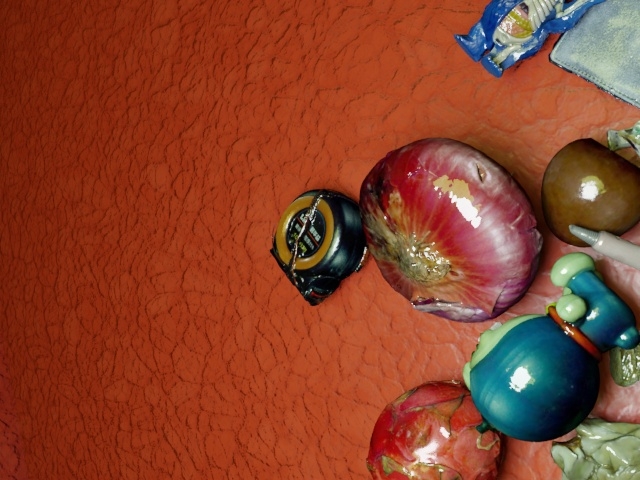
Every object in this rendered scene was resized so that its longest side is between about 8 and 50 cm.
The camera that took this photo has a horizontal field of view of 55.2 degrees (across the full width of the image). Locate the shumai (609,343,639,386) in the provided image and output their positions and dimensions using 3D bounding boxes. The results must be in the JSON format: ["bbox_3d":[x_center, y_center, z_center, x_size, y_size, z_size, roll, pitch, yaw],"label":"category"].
[{"bbox_3d":[0.508,0.193,0.971,0.081,0.083,0.082,4,120,7],"label":"shumai"}]

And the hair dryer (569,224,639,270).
[{"bbox_3d":[0.475,0.049,0.918,0.221,0.053,0.195,12,117,11],"label":"hair dryer"}]

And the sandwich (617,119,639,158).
[{"bbox_3d":[0.568,-0.089,0.874,0.212,0.063,0.244,-23,73,-2],"label":"sandwich"}]

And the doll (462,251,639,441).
[{"bbox_3d":[0.356,0.182,0.952,0.322,0.198,0.186,-50,47,8],"label":"doll"}]

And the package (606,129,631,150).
[{"bbox_3d":[0.528,-0.172,1.001,0.110,0.015,0.037,-6,89,38],"label":"package"}]

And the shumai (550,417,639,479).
[{"bbox_3d":[0.478,0.368,0.927,0.218,0.189,0.255,50,126,50],"label":"shumai"}]

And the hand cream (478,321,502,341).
[{"bbox_3d":[0.350,0.226,1.101,0.057,0.037,0.165,-48,54,24],"label":"hand cream"}]

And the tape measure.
[{"bbox_3d":[0.000,0.000,1.311,0.223,0.135,0.202,-54,49,18],"label":"tape measure"}]

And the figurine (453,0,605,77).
[{"bbox_3d":[0.369,-0.404,1.074,0.262,0.121,0.164,-33,73,23],"label":"figurine"}]

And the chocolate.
[{"bbox_3d":[0.429,-0.070,0.981,0.177,0.177,0.176,-3,85,36],"label":"chocolate"}]

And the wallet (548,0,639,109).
[{"bbox_3d":[0.511,-0.324,1.013,0.222,0.036,0.167,42,110,29],"label":"wallet"}]

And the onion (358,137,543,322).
[{"bbox_3d":[0.241,-0.031,1.077,0.348,0.285,0.347,38,147,30],"label":"onion"}]

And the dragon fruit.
[{"bbox_3d":[0.200,0.370,1.073,0.241,0.241,0.252,35,107,33],"label":"dragon fruit"}]
